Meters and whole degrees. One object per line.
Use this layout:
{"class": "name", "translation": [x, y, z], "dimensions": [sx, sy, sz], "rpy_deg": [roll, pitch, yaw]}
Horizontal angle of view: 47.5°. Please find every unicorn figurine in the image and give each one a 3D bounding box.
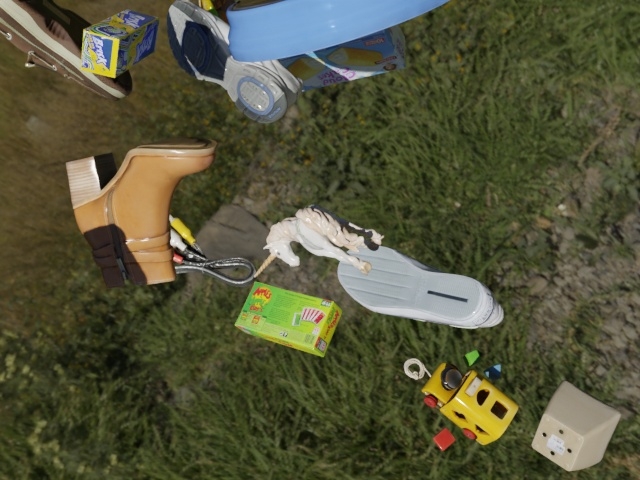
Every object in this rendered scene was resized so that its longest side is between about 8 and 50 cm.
{"class": "unicorn figurine", "translation": [0.000, 0.000, 0.704], "dimensions": [0.111, 0.162, 0.060], "rpy_deg": [21, 64, 4]}

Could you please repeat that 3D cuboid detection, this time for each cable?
{"class": "cable", "translation": [-0.288, 0.043, 1.677], "dimensions": [0.287, 0.072, 0.139], "rpy_deg": [24, 61, 25]}

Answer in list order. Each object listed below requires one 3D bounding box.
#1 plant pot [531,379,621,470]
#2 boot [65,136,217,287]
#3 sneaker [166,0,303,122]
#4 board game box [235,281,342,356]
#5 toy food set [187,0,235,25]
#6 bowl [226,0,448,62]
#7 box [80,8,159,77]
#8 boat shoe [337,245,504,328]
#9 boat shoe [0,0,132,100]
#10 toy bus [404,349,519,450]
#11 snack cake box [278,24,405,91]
{"class": "plant pot", "translation": [0.415, 0.318, 1.213], "dimensions": [0.109, 0.096, 0.109], "rpy_deg": [30, 121, 34]}
{"class": "boot", "translation": [-0.179, -0.028, 0.790], "dimensions": [0.197, 0.073, 0.153], "rpy_deg": [-7, 103, 29]}
{"class": "sneaker", "translation": [-0.160, -0.334, 1.343], "dimensions": [0.111, 0.297, 0.129], "rpy_deg": [-50, -5, 38]}
{"class": "board game box", "translation": [-0.059, 0.141, 1.320], "dimensions": [0.181, 0.043, 0.092], "rpy_deg": [11, 68, 34]}
{"class": "toy food set", "translation": [-0.210, -0.491, 1.500], "dimensions": [0.038, 0.133, 0.192], "rpy_deg": [8, 42, 19]}
{"class": "bowl", "translation": [0.036, -0.380, 1.122], "dimensions": [0.390, 0.077, 0.391], "rpy_deg": [-16, 24, 7]}
{"class": "box", "translation": [-0.293, -0.294, 1.074], "dimensions": [0.169, 0.054, 0.059], "rpy_deg": [-75, 0, -62]}
{"class": "boat shoe", "translation": [0.120, 0.068, 0.905], "dimensions": [0.226, 0.075, 0.083], "rpy_deg": [21, 82, 44]}
{"class": "boat shoe", "translation": [-0.396, -0.291, 1.077], "dimensions": [0.095, 0.257, 0.095], "rpy_deg": [-25, 46, 23]}
{"class": "toy bus", "translation": [0.290, 0.305, 1.440], "dimensions": [0.104, 0.202, 0.191], "rpy_deg": [117, 147, -62]}
{"class": "snack cake box", "translation": [0.037, -0.417, 1.575], "dimensions": [0.264, 0.152, 0.089], "rpy_deg": [-8, 69, 22]}
